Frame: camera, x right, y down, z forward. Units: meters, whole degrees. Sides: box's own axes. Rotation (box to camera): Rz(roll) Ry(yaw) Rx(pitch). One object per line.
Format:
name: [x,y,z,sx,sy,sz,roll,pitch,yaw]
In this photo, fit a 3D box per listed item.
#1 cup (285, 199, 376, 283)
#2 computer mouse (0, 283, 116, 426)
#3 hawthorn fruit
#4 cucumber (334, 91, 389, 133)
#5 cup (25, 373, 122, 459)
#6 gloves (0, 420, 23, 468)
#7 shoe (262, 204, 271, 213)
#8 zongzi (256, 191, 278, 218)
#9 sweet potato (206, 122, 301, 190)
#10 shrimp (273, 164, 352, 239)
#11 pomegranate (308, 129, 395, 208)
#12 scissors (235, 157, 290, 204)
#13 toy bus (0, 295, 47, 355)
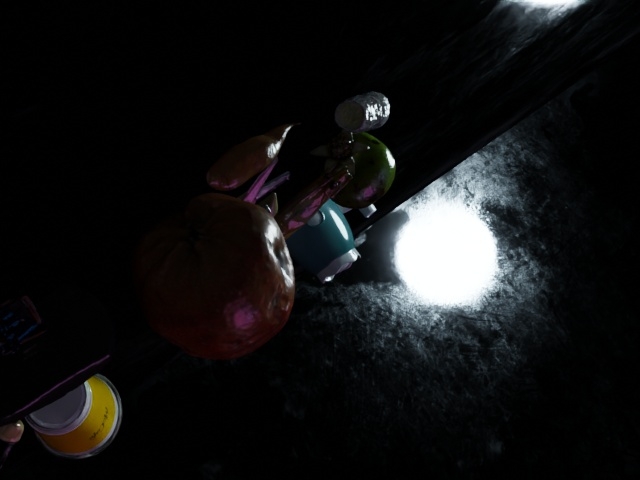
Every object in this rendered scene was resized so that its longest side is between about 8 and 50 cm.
cup: [0.000,0.000,2.359,0.300,0.173,0.167,-35,175,-12]
computer mouse: [-0.422,0.177,1.516,0.270,0.137,0.086,-33,170,-9]
hawthorn fruit: [-0.160,0.060,1.559,0.258,0.258,0.262,-31,152,-38]
cucumber: [0.064,-0.205,1.657,0.064,0.064,0.112,-39,171,30]
cup: [-0.523,0.348,2.153,0.196,0.196,0.279,-34,166,-12]
gloves: [-0.538,0.290,1.609,0.301,0.197,0.152,-52,140,-1]
shoe: [-0.139,-0.022,1.791,0.092,0.089,0.180,-36,177,12]
zongzi: [-0.168,-0.009,1.945,0.189,0.081,0.178,-19,147,-19]
sweet potato: [-0.091,-0.123,1.459,0.195,0.056,0.056,-38,178,-41]
shrimp: [-0.023,-0.063,1.817,0.217,0.051,0.115,-44,178,29]
pomegranate: [0.061,-0.129,1.870,0.148,0.148,0.169,-37,167,15]
scissors: [-0.125,-0.058,1.682,0.187,0.020,0.133,-44,141,-4]
toy bus: [-0.475,0.153,1.361,0.235,0.073,0.096,-32,180,-38]
